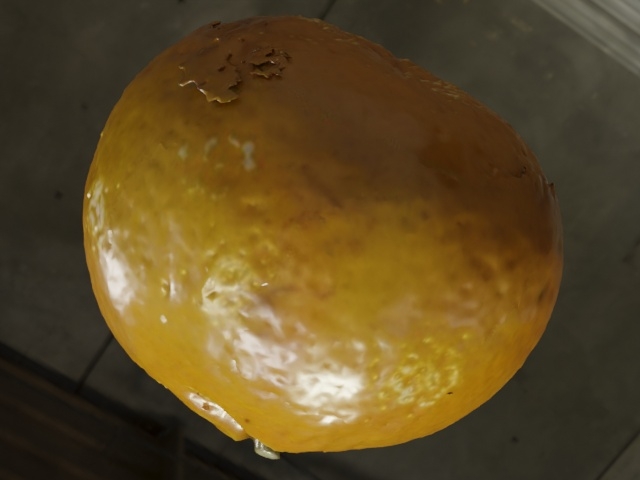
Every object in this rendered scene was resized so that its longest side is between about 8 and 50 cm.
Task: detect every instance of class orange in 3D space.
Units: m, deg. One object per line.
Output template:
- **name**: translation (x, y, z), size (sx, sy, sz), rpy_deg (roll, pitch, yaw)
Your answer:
- **orange**: translation (-0.001, -0.002, 0.534), size (0.219, 0.193, 0.219), rpy_deg (37, 178, 1)
